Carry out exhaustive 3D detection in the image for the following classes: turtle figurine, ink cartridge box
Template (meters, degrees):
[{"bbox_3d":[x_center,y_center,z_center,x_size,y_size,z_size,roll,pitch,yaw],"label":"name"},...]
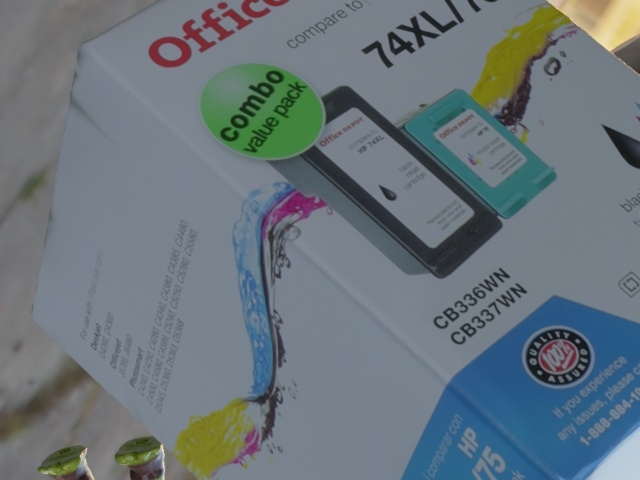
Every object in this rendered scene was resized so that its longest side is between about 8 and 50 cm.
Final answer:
[{"bbox_3d":[-0.147,0.276,1.668,0.087,0.270,0.217,-24,106,-59],"label":"turtle figurine"},{"bbox_3d":[0.039,0.017,0.886,0.198,0.270,0.197,-36,158,-34],"label":"ink cartridge box"}]

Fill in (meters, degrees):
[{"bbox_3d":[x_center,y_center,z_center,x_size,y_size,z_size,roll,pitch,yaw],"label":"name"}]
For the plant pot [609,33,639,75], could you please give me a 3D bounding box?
[{"bbox_3d":[0.234,-0.017,1.031,0.237,0.237,0.254,-55,178,-1],"label":"plant pot"}]
